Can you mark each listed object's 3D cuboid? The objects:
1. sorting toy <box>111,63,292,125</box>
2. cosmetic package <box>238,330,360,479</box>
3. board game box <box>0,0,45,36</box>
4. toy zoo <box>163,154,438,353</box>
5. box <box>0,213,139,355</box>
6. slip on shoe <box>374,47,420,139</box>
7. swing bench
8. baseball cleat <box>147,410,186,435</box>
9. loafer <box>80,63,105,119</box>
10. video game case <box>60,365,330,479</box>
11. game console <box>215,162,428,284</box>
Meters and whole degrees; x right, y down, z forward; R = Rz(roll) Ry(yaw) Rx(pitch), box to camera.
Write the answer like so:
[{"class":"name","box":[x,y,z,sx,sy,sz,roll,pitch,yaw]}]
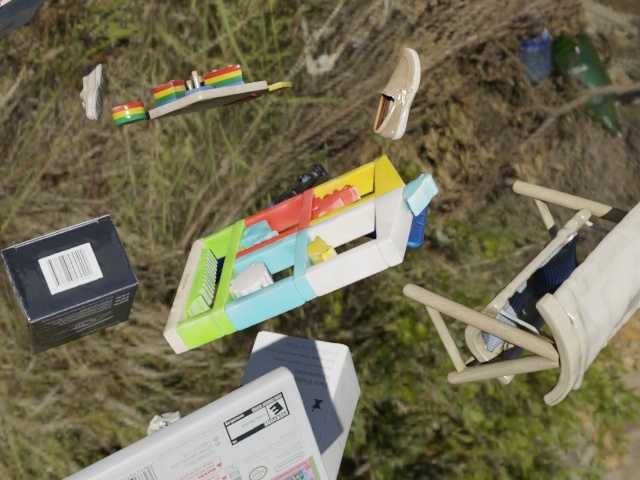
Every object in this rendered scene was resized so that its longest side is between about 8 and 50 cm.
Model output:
[{"class":"sorting toy","box":[-0.163,-0.219,1.340,0.132,0.046,0.274,-10,-174,44]},{"class":"cosmetic package","box":[-0.039,0.264,1.434,0.151,0.184,0.151,7,145,16]},{"class":"board game box","box":[-0.511,-0.422,1.275,0.275,0.144,0.142,50,134,-10]},{"class":"toy zoo","box":[-0.015,0.002,0.957,0.293,0.192,0.030,-24,116,14]},{"class":"box","box":[-0.348,0.066,1.285,0.153,0.108,0.207,-21,169,-23]},{"class":"slip on shoe","box":[0.110,-0.217,1.363,0.041,0.051,0.135,7,103,-31]},{"class":"swing bench","box":[0.287,0.056,1.125,0.254,0.253,0.165,3,127,57]},{"class":"baseball cleat","box":[-0.145,0.288,1.248,0.206,0.072,0.109,12,139,44]},{"class":"loafer","box":[-0.402,-0.258,1.622,0.039,0.125,0.045,-5,144,3]},{"class":"video game case","box":[-0.092,0.231,0.772,0.212,0.023,0.193,-26,116,-18]},{"class":"game console","box":[0.000,0.000,1.295,0.173,0.293,0.250,46,105,-3]}]
